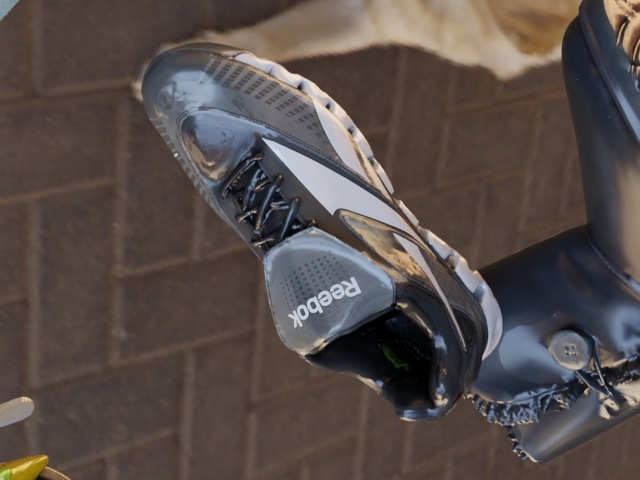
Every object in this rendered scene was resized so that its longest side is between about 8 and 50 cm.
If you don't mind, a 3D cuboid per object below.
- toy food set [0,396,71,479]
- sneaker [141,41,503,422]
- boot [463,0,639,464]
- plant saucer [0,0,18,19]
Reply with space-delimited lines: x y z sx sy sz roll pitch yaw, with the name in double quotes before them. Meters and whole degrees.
"toy food set" -0.176 0.192 0.855 0.132 0.038 0.192 -24 91 -41
"sneaker" 0.000 0.000 0.710 0.234 0.078 0.106 46 27 -13
"boot" 0.142 0.005 0.832 0.246 0.207 0.094 56 32 -14
"plant saucer" -0.264 -0.168 0.919 0.195 0.195 0.037 -51 136 -19
